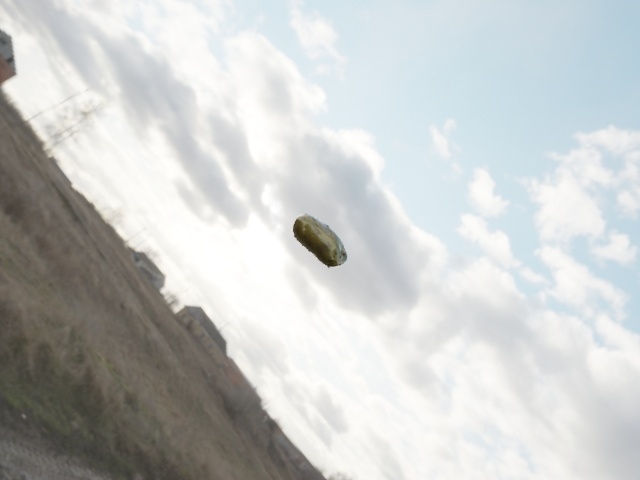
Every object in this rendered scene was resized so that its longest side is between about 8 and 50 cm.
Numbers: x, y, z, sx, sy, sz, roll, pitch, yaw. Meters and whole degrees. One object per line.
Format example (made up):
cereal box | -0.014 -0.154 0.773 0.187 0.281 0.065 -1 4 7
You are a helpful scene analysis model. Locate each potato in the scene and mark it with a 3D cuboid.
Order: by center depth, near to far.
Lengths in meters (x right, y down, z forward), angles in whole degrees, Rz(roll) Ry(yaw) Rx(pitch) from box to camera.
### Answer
potato | 0.000 0.000 0.720 0.083 0.040 0.051 45 -12 -16
